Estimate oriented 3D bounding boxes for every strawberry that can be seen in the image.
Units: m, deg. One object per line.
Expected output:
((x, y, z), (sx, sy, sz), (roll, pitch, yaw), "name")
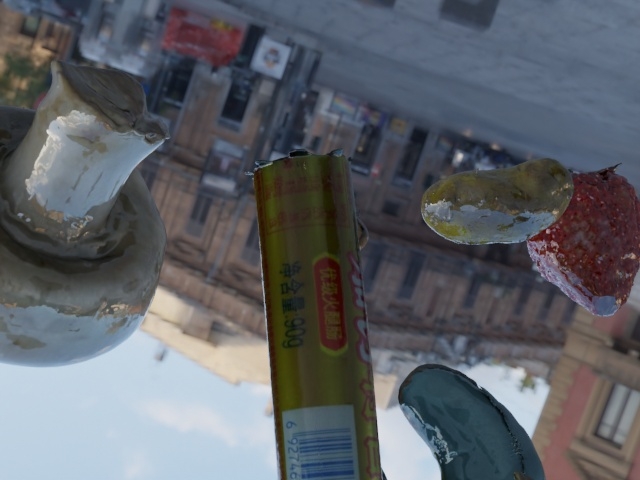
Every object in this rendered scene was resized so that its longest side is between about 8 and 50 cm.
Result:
((0.265, -0.006, 1.033), (0.131, 0.131, 0.148), (17, -150, -21), "strawberry")

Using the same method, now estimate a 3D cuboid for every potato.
((0.106, -0.021, 0.614), (0.092, 0.046, 0.045), (-10, 155, -1), "potato")

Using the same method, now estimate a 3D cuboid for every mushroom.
((-0.272, -0.034, 1.011), (0.298, 0.290, 0.297), (24, -143, -19), "mushroom")

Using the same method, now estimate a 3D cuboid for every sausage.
((0.002, 0.121, 0.687), (0.082, 0.371, 0.082), (-5, 165, -1), "sausage")

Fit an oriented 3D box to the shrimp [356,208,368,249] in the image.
((0.001, 0.001, 1.324), (0.034, 0.124, 0.178), (60, -176, -24), "shrimp")

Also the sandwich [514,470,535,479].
((0.157, 0.184, 0.576), (0.074, 0.074, 0.116), (-9, -154, 3), "sandwich")

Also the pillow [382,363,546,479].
((0.094, 0.217, 0.909), (0.233, 0.214, 0.086), (-18, 164, -26), "pillow")
